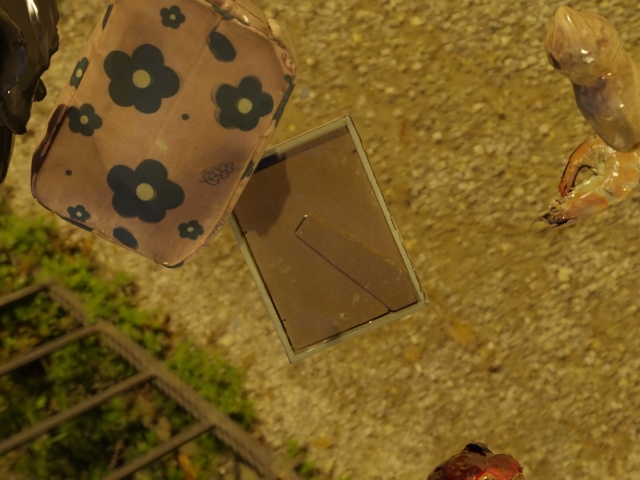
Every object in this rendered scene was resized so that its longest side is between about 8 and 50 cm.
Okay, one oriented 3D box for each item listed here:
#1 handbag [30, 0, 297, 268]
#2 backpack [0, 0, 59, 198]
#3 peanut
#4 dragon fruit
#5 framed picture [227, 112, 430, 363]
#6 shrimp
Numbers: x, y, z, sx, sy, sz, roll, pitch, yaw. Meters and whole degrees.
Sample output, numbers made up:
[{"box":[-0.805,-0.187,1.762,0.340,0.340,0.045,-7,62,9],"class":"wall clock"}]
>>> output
[{"box":[-0.135,-0.129,1.100,0.190,0.193,0.252,26,110,-12],"class":"handbag"},{"box":[-0.308,-0.108,0.783,0.254,0.363,0.446,9,141,-3],"class":"backpack"},{"box":[0.317,-0.186,1.333,0.085,0.104,0.228,-28,131,20],"class":"peanut"},{"box":[0.148,0.318,1.365,0.246,0.125,0.125,-39,51,36],"class":"dragon fruit"},{"box":[0.000,0.000,1.744,0.232,0.024,0.315,-22,99,3],"class":"framed picture"},{"box":[0.366,-0.079,1.643,0.180,0.041,0.099,-40,72,32],"class":"shrimp"}]
